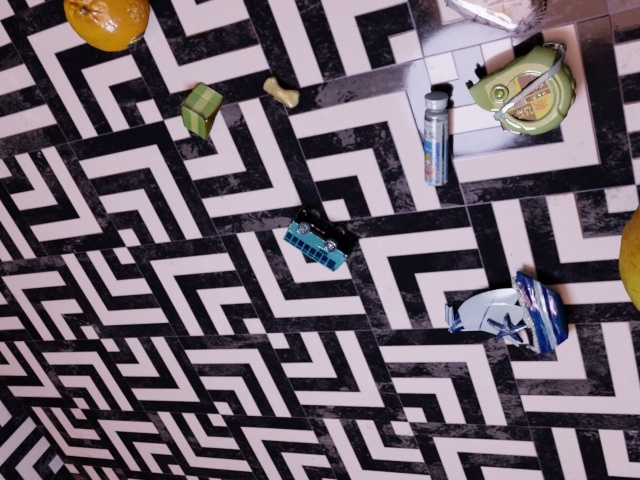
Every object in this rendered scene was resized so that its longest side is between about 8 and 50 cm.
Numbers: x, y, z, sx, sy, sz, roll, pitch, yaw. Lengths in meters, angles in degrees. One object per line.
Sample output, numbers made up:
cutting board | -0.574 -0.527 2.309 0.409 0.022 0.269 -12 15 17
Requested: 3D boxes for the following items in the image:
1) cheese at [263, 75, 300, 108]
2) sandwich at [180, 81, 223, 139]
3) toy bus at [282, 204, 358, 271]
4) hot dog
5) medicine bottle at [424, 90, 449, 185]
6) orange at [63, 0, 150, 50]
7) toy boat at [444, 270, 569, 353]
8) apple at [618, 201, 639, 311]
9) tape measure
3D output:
cheese | -0.083 -0.319 1.457 0.083 0.030 0.044 36 110 4
sandwich | -0.272 -0.298 1.579 0.074 0.074 0.116 33 163 0
toy bus | 0.000 0.000 1.614 0.160 0.079 0.091 32 130 3
hot dog | 0.298 -0.422 1.183 0.192 0.053 0.099 24 132 5
medicine bottle | 0.234 -0.203 1.373 0.051 0.051 0.191 8 125 21
orange | -0.450 -0.488 1.436 0.178 0.155 0.177 23 141 20
toy boat | 0.430 0.187 1.554 0.210 0.070 0.292 49 133 -7
apple | 0.688 0.036 1.160 0.340 0.339 0.339 13 128 17
tape measure | 0.379 -0.268 1.229 0.177 0.087 0.154 -28 96 36
